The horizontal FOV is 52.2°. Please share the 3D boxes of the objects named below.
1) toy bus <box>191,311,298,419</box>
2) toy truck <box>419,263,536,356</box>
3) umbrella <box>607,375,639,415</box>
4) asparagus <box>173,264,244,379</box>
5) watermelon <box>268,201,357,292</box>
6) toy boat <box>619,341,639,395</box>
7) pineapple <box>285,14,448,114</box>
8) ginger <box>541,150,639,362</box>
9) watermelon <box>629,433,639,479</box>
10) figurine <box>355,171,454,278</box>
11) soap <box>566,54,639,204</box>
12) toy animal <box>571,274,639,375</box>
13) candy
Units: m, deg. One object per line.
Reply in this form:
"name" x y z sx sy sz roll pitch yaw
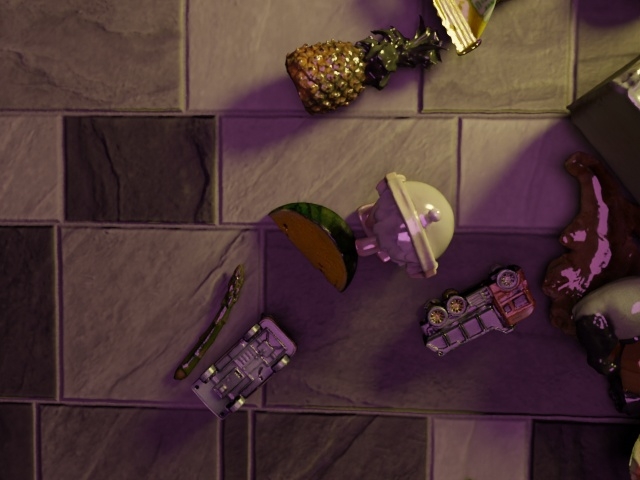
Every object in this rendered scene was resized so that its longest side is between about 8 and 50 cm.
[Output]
"toy bus" -0.121 0.202 1.081 0.178 0.098 0.087 -43 89 8
"toy truck" 0.249 0.114 1.055 0.192 0.083 0.092 -29 91 6
"umbrella" 0.588 0.222 1.054 0.235 0.059 0.066 -17 116 3
"asparagus" -0.185 0.147 1.113 0.034 0.027 0.236 31 96 -9
"watermelon" 0.002 -0.001 1.067 0.092 0.075 0.181 -40 92 9
"toy boat" 0.533 0.153 1.030 0.077 0.057 0.201 38 76 -24
"pineapple" 0.074 -0.284 1.033 0.251 0.125 0.125 -18 92 0
"ginger" 0.442 0.034 1.042 0.166 0.080 0.333 6 93 -8
"watermelon" 0.593 0.312 1.034 0.230 0.146 0.129 -20 63 19
"figurine" 0.123 -0.022 0.984 0.141 0.237 0.163 -22 95 -2
"soap" 0.628 -0.131 0.930 0.350 0.213 0.435 -39 90 -7
"toy animal" 0.477 0.097 0.945 0.225 0.094 0.121 -28 104 29
"candy" 0.294 -0.440 1.019 0.297 0.081 0.187 -31 92 -6
